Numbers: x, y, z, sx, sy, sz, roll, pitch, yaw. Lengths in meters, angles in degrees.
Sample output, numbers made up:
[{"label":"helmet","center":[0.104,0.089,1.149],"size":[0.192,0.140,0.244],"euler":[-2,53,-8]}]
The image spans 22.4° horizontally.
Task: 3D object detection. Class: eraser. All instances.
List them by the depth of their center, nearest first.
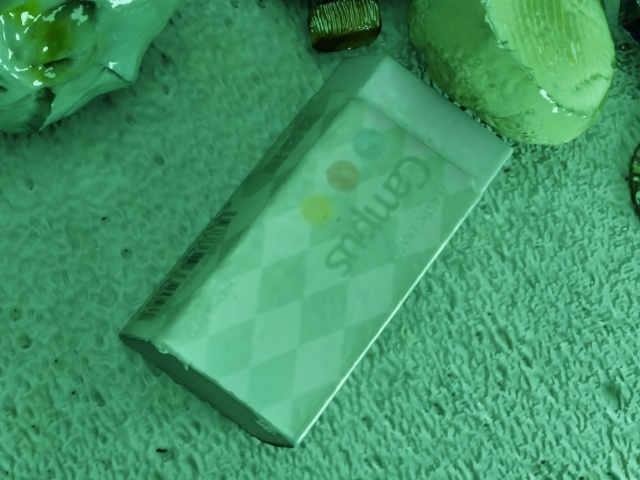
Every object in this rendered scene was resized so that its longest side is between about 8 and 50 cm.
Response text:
[{"label":"eraser","center":[0.000,0.001,1.635],"size":[0.213,0.082,0.397],"euler":[36,71,3]}]

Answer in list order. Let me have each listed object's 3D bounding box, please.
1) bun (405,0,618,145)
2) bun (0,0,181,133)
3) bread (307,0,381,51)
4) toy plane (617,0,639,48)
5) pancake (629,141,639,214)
[{"label":"bun","center":[0.186,-0.220,1.677],"size":[0.259,0.152,0.259],"euler":[22,57,-38]},{"label":"bun","center":[-0.287,-0.247,1.540],"size":[0.362,0.362,0.211],"euler":[-21,58,-14]},{"label":"bread","center":[0.024,-0.237,1.717],"size":[0.085,0.085,0.053],"euler":[-12,82,-12]},{"label":"toy plane","center":[0.348,-0.245,1.688],"size":[0.316,0.103,0.204],"euler":[30,57,-35]},{"label":"pancake","center":[0.430,-0.054,1.750],"size":[0.199,0.021,0.199],"euler":[3,71,-8]}]
